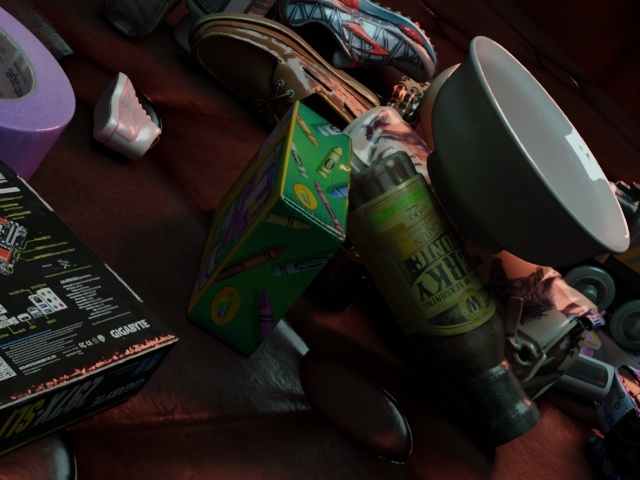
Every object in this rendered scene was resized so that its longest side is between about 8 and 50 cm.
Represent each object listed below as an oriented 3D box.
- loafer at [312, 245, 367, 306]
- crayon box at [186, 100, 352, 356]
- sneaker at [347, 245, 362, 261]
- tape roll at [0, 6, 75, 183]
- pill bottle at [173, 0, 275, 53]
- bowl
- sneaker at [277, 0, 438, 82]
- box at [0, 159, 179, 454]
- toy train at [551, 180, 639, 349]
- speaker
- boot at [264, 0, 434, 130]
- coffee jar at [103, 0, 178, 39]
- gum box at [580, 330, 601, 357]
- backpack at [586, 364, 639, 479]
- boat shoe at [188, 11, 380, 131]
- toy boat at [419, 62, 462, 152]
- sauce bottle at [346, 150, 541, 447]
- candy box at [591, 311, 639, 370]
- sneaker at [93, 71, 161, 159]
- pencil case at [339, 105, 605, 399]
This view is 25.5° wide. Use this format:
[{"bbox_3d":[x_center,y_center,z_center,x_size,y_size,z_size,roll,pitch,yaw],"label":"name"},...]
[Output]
[{"bbox_3d":[0.000,0.000,1.665,0.062,0.061,0.170,7,38,-54],"label":"loafer"},{"bbox_3d":[-0.049,-0.020,1.487,0.081,0.165,0.278,34,22,-13],"label":"crayon box"},{"bbox_3d":[0.038,0.030,1.702,0.031,0.035,0.083,31,23,-19],"label":"sneaker"},{"bbox_3d":[-0.375,-0.163,1.352,0.275,0.090,0.275,32,22,-15],"label":"tape roll"},{"bbox_3d":[-0.126,-0.340,1.978,0.108,0.180,0.108,33,22,-15],"label":"pill bottle"},{"bbox_3d":[0.216,-0.077,1.624,0.298,0.134,0.298,43,25,-25],"label":"bowl"},{"bbox_3d":[0.046,-0.283,2.036,0.262,0.125,0.104,29,-18,-16],"label":"sneaker"},{"bbox_3d":[-0.290,0.044,1.095,0.257,0.079,0.322,42,22,13],"label":"box"},{"bbox_3d":[0.467,0.053,1.942,0.334,0.190,0.142,33,22,-10],"label":"toy train"},{"bbox_3d":[0.333,0.174,1.866,0.136,0.055,0.055,22,27,-37],"label":"speaker"},{"bbox_3d":[0.036,-0.298,2.211,0.284,0.138,0.377,34,26,-10],"label":"boot"},{"bbox_3d":[-0.231,-0.343,1.930,0.079,0.096,0.184,35,21,-7],"label":"coffee jar"},{"bbox_3d":[0.304,0.094,1.965,0.107,0.062,0.188,23,26,-35],"label":"gum box"},{"bbox_3d":[0.410,0.245,1.759,0.158,0.117,0.173,24,26,-32],"label":"backpack"},{"bbox_3d":[-0.043,-0.210,1.948,0.307,0.111,0.104,24,40,-20],"label":"boat shoe"},{"bbox_3d":[0.223,-0.105,2.049,0.318,0.148,0.267,-50,126,-55],"label":"toy boat"},{"bbox_3d":[0.136,0.067,1.588,0.344,0.111,0.111,59,22,-1],"label":"sauce bottle"},{"bbox_3d":[0.454,0.173,2.037,0.165,0.070,0.196,40,22,4],"label":"candy box"},{"bbox_3d":[-0.218,-0.136,1.606,0.070,0.051,0.134,32,26,-22],"label":"sneaker"},{"bbox_3d":[0.160,0.013,1.761,0.410,0.160,0.183,46,4,16],"label":"pencil case"}]
